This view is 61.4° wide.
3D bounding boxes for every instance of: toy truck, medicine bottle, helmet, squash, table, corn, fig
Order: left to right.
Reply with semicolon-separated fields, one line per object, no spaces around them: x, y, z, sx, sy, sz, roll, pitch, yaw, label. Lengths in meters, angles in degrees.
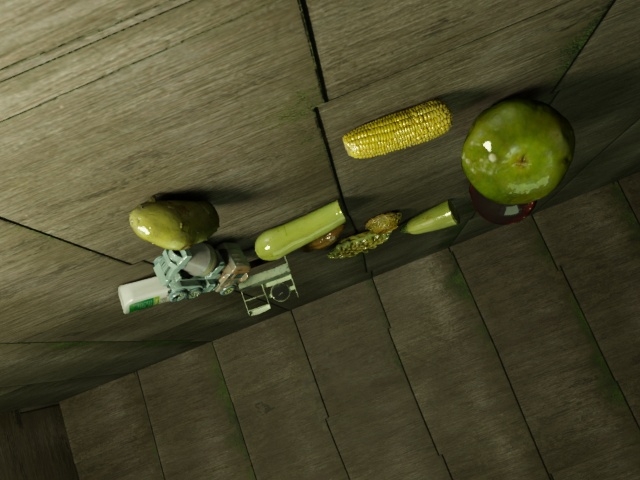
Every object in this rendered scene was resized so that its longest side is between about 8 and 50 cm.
-0.428;0.131;1.409;0.183;0.069;0.119;-17;164;-26;medicine bottle
-0.277;0.059;1.280;0.140;0.108;0.256;-44;155;28;toy truck
-0.155;0.100;1.476;0.146;0.175;0.062;-20;168;-8;table
-0.052;-0.021;1.364;0.250;0.083;0.083;-25;167;7;squash
0.139;-0.196;0.966;0.203;0.072;0.072;-19;168;-2;corn
0.374;-0.066;1.895;0.224;0.094;0.094;-21;169;33;squash
0.568;-0.146;1.668;0.216;0.193;0.189;27;140;-34;helmet
0.428;-0.212;1.152;0.233;0.233;0.314;-35;-171;47;fig

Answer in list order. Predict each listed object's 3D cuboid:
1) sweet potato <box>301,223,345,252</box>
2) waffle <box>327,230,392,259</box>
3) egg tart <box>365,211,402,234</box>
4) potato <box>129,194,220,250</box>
-0.002;0.000;1.597;0.053;0.054;0.182;6;154;-46;sweet potato
0.135;0.008;1.851;0.223;0.054;0.204;-16;167;-16;waffle
0.205;-0.052;1.718;0.130;0.052;0.130;-17;167;-4;egg tart
-0.250;-0.030;0.957;0.085;0.105;0.188;-48;169;26;potato
